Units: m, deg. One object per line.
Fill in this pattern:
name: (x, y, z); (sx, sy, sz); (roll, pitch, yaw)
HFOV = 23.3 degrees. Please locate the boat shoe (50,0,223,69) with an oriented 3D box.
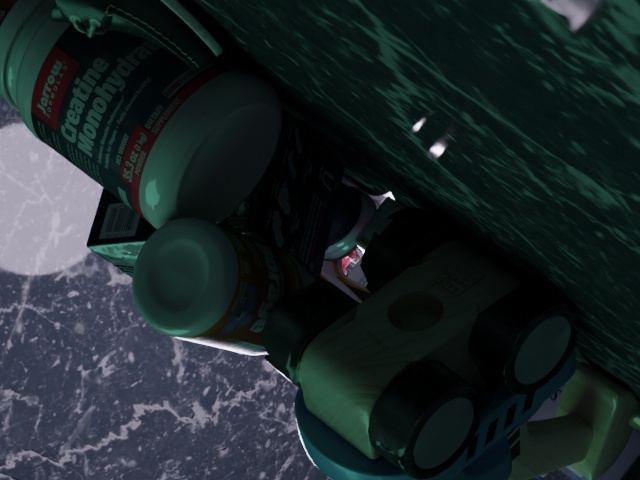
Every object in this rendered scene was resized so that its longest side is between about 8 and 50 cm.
boat shoe: (-0.233, -0.249, 1.500); (0.302, 0.091, 0.114); (37, 177, 5)

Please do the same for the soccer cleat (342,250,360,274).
soccer cleat: (0.000, 0.000, 2.605); (0.095, 0.083, 0.248); (41, 180, 18)

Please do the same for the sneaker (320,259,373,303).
sneaker: (0.092, 0.144, 1.889); (0.321, 0.127, 0.126); (42, 151, -4)

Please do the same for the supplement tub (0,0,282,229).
supplement tub: (-0.193, -0.147, 1.625); (0.272, 0.191, 0.191); (35, 176, 24)

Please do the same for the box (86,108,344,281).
box: (-0.119, -0.036, 1.797); (0.247, 0.163, 0.142); (-5, 151, 35)

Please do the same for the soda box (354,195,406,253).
soda box: (0.102, 0.017, 1.839); (0.074, 0.069, 0.216); (36, 176, 16)

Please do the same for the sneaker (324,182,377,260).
sneaker: (-0.046, -0.072, 1.912); (0.153, 0.099, 0.282); (37, 180, -28)

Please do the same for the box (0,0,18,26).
box: (-0.324, -0.232, 1.814); (0.257, 0.122, 0.128); (16, -170, -33)

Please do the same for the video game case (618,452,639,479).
video game case: (0.417, 0.352, 2.025); (0.026, 0.196, 0.274); (38, 177, 28)

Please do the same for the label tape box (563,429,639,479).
label tape box: (0.402, 0.305, 2.306); (0.348, 0.115, 0.249); (38, 177, 40)

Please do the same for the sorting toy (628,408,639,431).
sorting toy: (0.475, 0.262, 1.631); (0.307, 0.041, 0.229); (29, 177, 20)

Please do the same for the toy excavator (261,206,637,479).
toy excavator: (0.173, 0.179, 1.705); (0.222, 0.433, 0.445); (35, 148, 36)

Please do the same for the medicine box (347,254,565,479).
medicine box: (0.192, 0.155, 2.097); (0.289, 0.149, 0.263); (35, 176, 40)

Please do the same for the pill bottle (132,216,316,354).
pill bottle: (-0.088, 0.053, 1.606); (0.121, 0.121, 0.216); (35, -172, 30)
